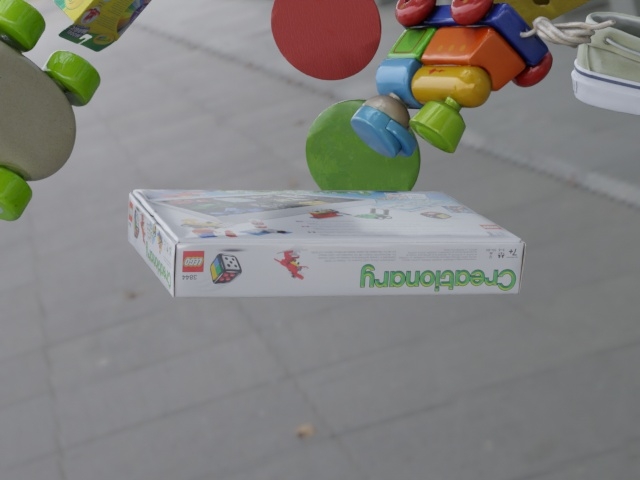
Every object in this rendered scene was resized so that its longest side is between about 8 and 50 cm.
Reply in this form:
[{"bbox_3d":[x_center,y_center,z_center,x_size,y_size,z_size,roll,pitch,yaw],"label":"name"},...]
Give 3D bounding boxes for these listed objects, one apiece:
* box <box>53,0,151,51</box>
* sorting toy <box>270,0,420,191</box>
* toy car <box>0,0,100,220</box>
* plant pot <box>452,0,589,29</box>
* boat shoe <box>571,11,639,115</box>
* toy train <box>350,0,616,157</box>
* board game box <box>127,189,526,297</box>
[{"bbox_3d":[-0.218,-0.289,1.914,0.179,0.043,0.105,-49,-19,9],"label":"box"},{"bbox_3d":[0.055,-0.134,1.886,0.127,0.366,0.126,-8,22,22],"label":"sorting toy"},{"bbox_3d":[-0.319,-0.118,1.536,0.188,0.149,0.155,4,58,43],"label":"toy car"},{"bbox_3d":[0.192,-0.319,1.639,0.212,0.212,0.187,-24,43,44],"label":"plant pot"},{"bbox_3d":[0.410,-0.173,1.803,0.302,0.094,0.109,8,31,16],"label":"boat shoe"},{"bbox_3d":[0.131,-0.136,1.485,0.143,0.105,0.248,-56,28,-14],"label":"toy train"},{"bbox_3d":[0.000,0.000,1.508,0.305,0.053,0.193,0,14,-17],"label":"board game box"}]
